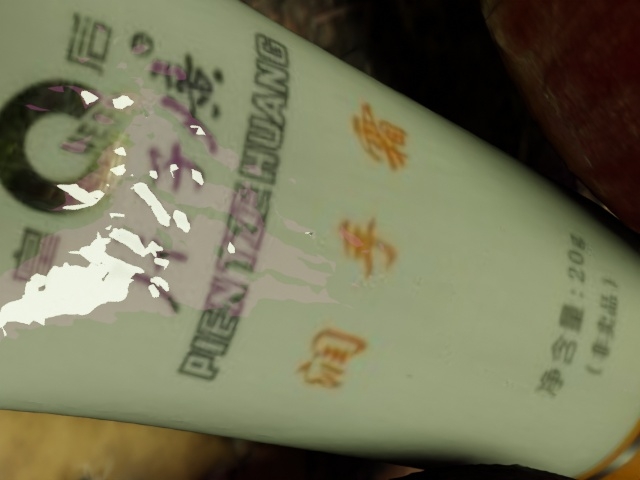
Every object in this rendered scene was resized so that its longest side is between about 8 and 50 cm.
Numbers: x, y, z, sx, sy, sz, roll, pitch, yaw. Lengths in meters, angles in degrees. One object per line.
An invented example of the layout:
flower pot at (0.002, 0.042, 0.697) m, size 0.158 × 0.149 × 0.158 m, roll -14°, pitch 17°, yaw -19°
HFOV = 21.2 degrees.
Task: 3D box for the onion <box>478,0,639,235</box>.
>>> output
onion at (0.182, -0.150, 0.492) m, size 0.341 × 0.341 × 0.341 m, roll -7°, pitch 100°, yaw -44°

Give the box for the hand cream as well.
hand cream at (0.000, 0.000, 0.482) m, size 0.314 × 0.089 × 0.140 m, roll 17°, pitch 81°, yaw -38°

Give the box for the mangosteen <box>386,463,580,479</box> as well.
mangosteen at (0.058, 0.166, 0.457) m, size 0.216 × 0.216 × 0.216 m, roll -7°, pitch 100°, yaw -44°
